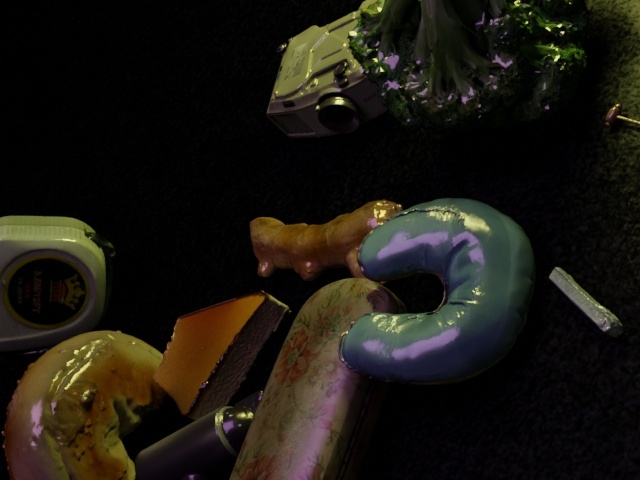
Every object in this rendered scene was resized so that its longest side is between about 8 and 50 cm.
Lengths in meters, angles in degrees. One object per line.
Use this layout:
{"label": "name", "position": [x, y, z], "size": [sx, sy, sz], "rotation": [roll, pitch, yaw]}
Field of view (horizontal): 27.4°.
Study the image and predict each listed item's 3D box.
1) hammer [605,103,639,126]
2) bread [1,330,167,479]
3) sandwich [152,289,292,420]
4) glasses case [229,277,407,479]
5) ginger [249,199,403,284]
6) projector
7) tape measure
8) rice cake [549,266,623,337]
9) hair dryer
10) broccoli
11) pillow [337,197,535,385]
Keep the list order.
{"label": "hammer", "position": [0.363, -0.127, 1.453], "size": [0.123, 0.014, 0.029], "rotation": [28, 92, 53]}
{"label": "bread", "position": [-0.340, 0.257, 1.774], "size": [0.171, 0.192, 0.314], "rotation": [-17, 48, 39]}
{"label": "sandwich", "position": [-0.142, 0.135, 1.768], "size": [0.193, 0.058, 0.162], "rotation": [-56, 34, 0]}
{"label": "glasses case", "position": [-0.018, 0.236, 1.500], "size": [0.156, 0.098, 0.425], "rotation": [-5, 56, 46]}
{"label": "ginger", "position": [0.003, 0.002, 1.714], "size": [0.299, 0.065, 0.118], "rotation": [1, 62, 52]}
{"label": "projector", "position": [0.039, -0.246, 1.868], "size": [0.270, 0.088, 0.193], "rotation": [-21, 43, 38]}
{"label": "tape measure", "position": [-0.426, 0.078, 2.051], "size": [0.115, 0.207, 0.235], "rotation": [-115, 28, -59]}
{"label": "rice cake", "position": [0.278, 0.064, 1.374], "size": [0.021, 0.022, 0.121], "rotation": [-55, 33, 12]}
{"label": "hair dryer", "position": [-0.126, 0.326, 1.590], "size": [0.196, 0.078, 0.248], "rotation": [-31, 50, 27]}
{"label": "broccoli", "position": [0.185, -0.269, 1.575], "size": [0.308, 0.275, 0.307], "rotation": [-9, 52, 11]}
{"label": "pillow", "position": [0.131, 0.053, 1.459], "size": [0.214, 0.086, 0.233], "rotation": [-1, 61, 19]}
